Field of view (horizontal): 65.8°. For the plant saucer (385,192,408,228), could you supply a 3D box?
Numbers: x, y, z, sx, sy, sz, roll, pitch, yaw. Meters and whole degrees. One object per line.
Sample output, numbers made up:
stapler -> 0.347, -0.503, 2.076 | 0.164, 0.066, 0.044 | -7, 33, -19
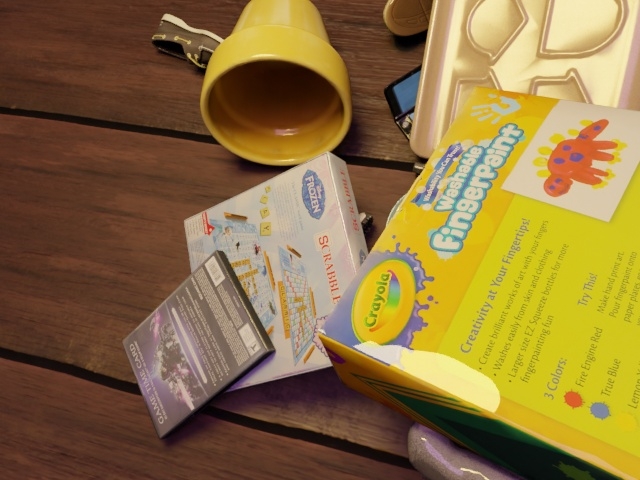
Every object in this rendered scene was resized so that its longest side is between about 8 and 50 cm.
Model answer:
plant saucer -> 0.209, -0.005, 0.849 | 0.195, 0.037, 0.194 | -3, 74, 11

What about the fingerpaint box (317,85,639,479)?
fingerpaint box -> 0.275, 0.038, 0.593 | 0.371, 0.163, 0.444 | 20, 61, 28

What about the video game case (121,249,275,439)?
video game case -> -0.216, 0.176, 0.828 | 0.274, 0.026, 0.196 | -42, 65, 21

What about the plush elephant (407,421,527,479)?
plush elephant -> 0.312, 0.306, 0.653 | 0.330, 0.255, 0.271 | 0, 118, 43

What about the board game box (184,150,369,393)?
board game box -> -0.071, 0.064, 0.810 | 0.318, 0.066, 0.318 | -20, 73, 28

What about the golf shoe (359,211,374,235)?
golf shoe -> 0.000, 0.000, 0.867 | 0.198, 0.077, 0.093 | -37, 72, -2

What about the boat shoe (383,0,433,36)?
boat shoe -> 0.225, -0.511, 0.958 | 0.302, 0.109, 0.098 | -47, 33, -3

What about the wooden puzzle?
wooden puzzle -> 0.345, -0.278, 0.813 | 0.348, 0.081, 0.321 | 12, 97, 27

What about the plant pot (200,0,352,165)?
plant pot -> -0.074, -0.303, 0.887 | 0.254, 0.254, 0.238 | -7, 58, 9

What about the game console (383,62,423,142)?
game console -> 0.194, -0.252, 0.900 | 0.122, 0.071, 0.107 | -32, 72, 2

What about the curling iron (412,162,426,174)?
curling iron -> 0.298, -0.107, 0.857 | 0.274, 0.035, 0.068 | 11, 114, 17

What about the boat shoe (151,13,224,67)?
boat shoe -> -0.254, -0.393, 1.021 | 0.228, 0.081, 0.068 | 30, 85, 24
